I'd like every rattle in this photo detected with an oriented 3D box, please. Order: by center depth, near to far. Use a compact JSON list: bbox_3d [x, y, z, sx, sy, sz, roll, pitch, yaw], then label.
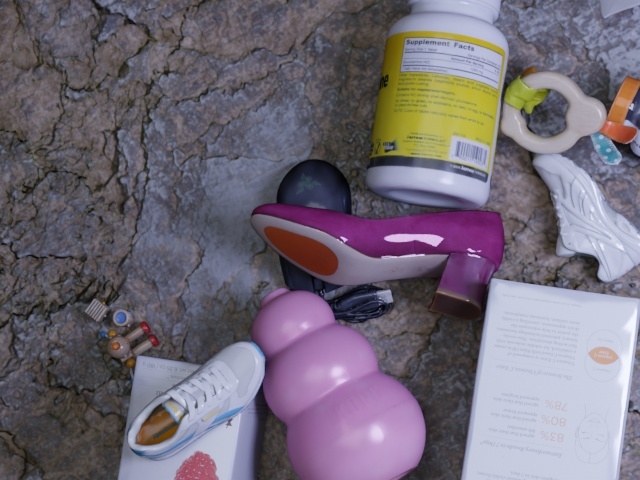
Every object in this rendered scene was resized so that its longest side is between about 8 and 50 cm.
[{"bbox_3d":[0.378,-0.186,1.887,0.200,0.143,0.130,12,95,15],"label":"rattle"}]

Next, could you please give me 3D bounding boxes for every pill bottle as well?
[{"bbox_3d":[0.546,-0.158,1.854,0.246,0.130,0.130,24,87,13],"label":"pill bottle"},{"bbox_3d":[0.181,-0.226,1.903,0.188,0.188,0.333,8,83,12],"label":"pill bottle"}]

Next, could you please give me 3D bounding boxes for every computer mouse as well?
[{"bbox_3d":[0.000,0.000,1.964,0.189,0.072,0.272,-11,80,10],"label":"computer mouse"}]

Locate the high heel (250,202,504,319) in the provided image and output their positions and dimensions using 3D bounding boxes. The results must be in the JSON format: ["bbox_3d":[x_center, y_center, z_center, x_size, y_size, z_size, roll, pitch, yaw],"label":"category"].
[{"bbox_3d":[0.090,-0.017,1.906,0.377,0.127,0.181,22,57,-4],"label":"high heel"}]

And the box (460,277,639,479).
[{"bbox_3d":[0.329,0.245,1.819,0.215,0.168,0.345,8,83,11],"label":"box"}]

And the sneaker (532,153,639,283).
[{"bbox_3d":[0.384,-0.032,1.890,0.115,0.090,0.232,-41,76,6],"label":"sneaker"}]

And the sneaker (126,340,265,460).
[{"bbox_3d":[-0.172,0.228,1.774,0.229,0.092,0.087,-42,76,0],"label":"sneaker"}]

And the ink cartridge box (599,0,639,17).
[{"bbox_3d":[0.515,-0.513,1.864,0.119,0.207,0.353,5,81,-31],"label":"ink cartridge box"}]

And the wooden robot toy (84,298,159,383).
[{"bbox_3d":[-0.311,0.157,1.997,0.076,0.079,0.173,-37,78,4],"label":"wooden robot toy"}]

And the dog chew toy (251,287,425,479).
[{"bbox_3d":[0.011,0.218,1.865,0.207,0.206,0.331,-32,76,5],"label":"dog chew toy"}]

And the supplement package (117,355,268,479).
[{"bbox_3d":[-0.193,0.331,1.901,0.178,0.175,0.292,7,84,11],"label":"supplement package"}]
